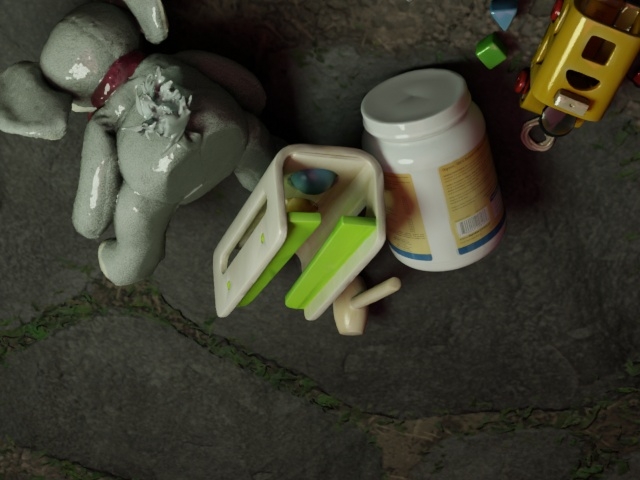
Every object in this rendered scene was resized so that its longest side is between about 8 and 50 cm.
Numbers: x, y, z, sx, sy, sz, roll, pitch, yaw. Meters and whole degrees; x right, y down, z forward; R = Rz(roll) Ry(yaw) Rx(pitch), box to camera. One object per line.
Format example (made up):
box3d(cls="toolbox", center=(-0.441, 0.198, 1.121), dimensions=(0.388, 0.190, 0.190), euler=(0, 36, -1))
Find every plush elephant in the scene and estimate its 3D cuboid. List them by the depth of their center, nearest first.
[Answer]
box3d(cls="plush elephant", center=(-0.215, -0.154, 1.643), dimensions=(0.272, 0.255, 0.330), euler=(-38, 158, -11))

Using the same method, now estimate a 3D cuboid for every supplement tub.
box3d(cls="supplement tub", center=(0.128, -0.081, 1.683), dimensions=(0.144, 0.144, 0.200), euler=(-8, 123, 14))

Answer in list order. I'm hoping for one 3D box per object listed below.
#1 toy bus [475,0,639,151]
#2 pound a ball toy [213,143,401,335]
box3d(cls="toy bus", center=(0.279, -0.179, 1.614), dimensions=(0.190, 0.104, 0.202), euler=(-18, 120, 21))
box3d(cls="pound a ball toy", center=(0.000, 0.000, 1.724), dimensions=(0.208, 0.136, 0.319), euler=(3, 157, -17))
